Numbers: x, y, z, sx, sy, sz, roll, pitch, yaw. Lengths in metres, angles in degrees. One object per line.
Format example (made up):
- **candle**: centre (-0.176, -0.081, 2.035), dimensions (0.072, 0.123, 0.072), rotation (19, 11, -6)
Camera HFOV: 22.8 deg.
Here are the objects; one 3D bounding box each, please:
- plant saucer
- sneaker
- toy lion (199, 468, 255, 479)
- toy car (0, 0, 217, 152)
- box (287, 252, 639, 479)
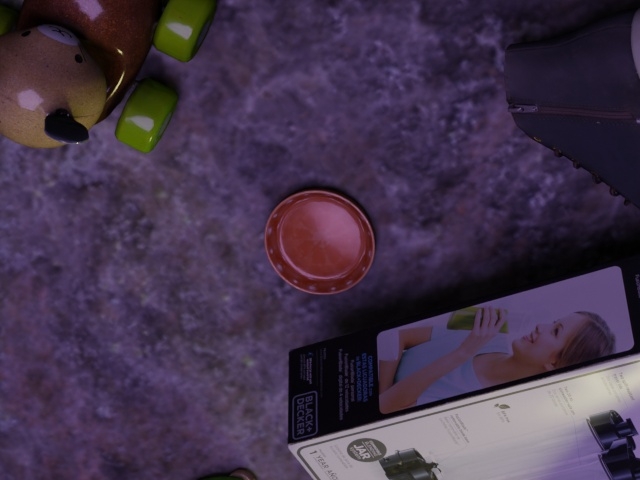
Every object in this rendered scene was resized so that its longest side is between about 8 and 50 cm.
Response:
- **plant saucer**: centre (0.000, 0.000, 1.175), dimensions (0.083, 0.013, 0.083), rotation (4, 113, 9)
- **sneaker**: centre (0.214, -0.057, 1.085), dimensions (0.118, 0.083, 0.222), rotation (-6, 121, 36)
- **toy lion**: centre (-0.087, 0.240, 1.285), dimensions (0.096, 0.034, 0.100), rotation (-11, 109, 24)
- **toy car**: centre (-0.179, -0.122, 1.064), dimensions (0.155, 0.188, 0.149), rotation (26, 115, 0)
- **box**: centre (0.140, 0.120, 1.122), dimensions (0.290, 0.087, 0.169), rotation (-17, 136, 18)
